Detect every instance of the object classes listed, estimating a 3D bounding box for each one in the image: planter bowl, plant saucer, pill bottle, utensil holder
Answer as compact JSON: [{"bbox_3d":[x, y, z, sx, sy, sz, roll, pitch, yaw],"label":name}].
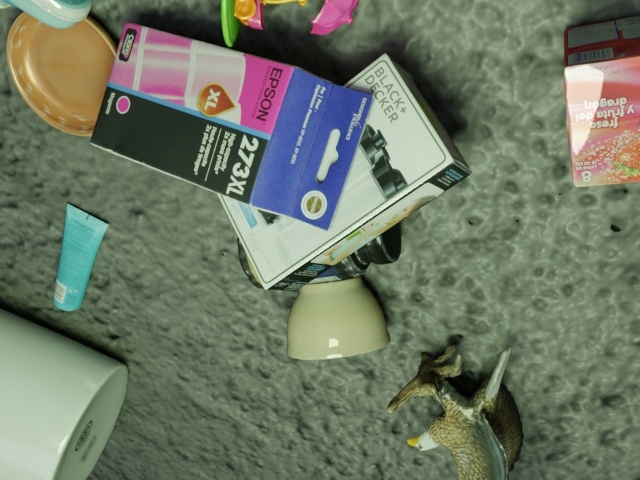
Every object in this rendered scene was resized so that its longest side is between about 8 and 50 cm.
[{"bbox_3d":[0.021,0.111,1.061,0.162,0.162,0.109,-7,93,24],"label":"planter bowl"},{"bbox_3d":[-0.370,-0.253,1.024,0.200,0.037,0.200,10,125,15],"label":"plant saucer"},{"bbox_3d":[0.000,0.000,1.002,0.219,0.123,0.123,-9,118,25],"label":"pill bottle"},{"bbox_3d":[-0.608,0.301,1.300,0.385,0.327,0.327,22,127,3],"label":"utensil holder"}]

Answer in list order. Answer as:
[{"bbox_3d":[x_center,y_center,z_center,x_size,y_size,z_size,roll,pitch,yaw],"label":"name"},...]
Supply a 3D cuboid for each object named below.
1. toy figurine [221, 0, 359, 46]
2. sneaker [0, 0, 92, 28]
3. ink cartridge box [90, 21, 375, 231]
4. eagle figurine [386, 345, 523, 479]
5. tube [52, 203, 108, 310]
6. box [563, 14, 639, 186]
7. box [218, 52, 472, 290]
[{"bbox_3d":[-0.029,-0.317,0.834,0.159,0.130,0.173,5,100,1],"label":"toy figurine"},{"bbox_3d":[-0.461,-0.345,0.943,0.319,0.127,0.208,40,125,6],"label":"sneaker"},{"bbox_3d":[-0.126,-0.152,0.879,0.371,0.069,0.176,21,96,24],"label":"ink cartridge box"},{"bbox_3d":[0.235,0.318,1.077,0.298,0.226,0.225,57,160,-1],"label":"eagle figurine"},{"bbox_3d":[-0.438,0.035,1.235,0.080,0.052,0.207,24,122,-2],"label":"tube"},{"bbox_3d":[0.417,-0.163,0.726,0.300,0.154,0.142,-4,121,21],"label":"box"},{"bbox_3d":[0.022,-0.079,0.880,0.290,0.087,0.169,-33,71,20],"label":"box"}]
